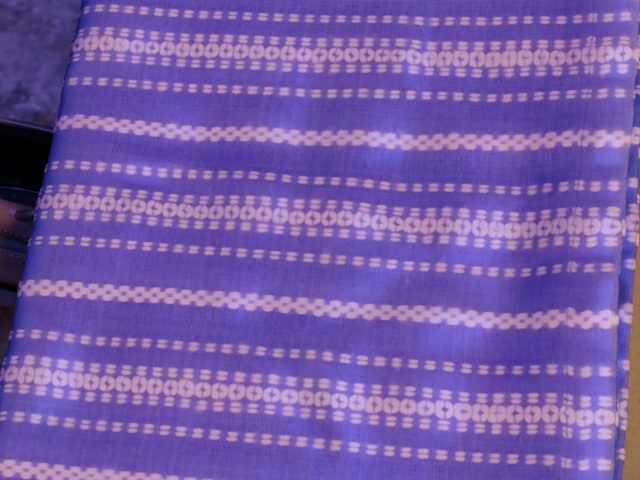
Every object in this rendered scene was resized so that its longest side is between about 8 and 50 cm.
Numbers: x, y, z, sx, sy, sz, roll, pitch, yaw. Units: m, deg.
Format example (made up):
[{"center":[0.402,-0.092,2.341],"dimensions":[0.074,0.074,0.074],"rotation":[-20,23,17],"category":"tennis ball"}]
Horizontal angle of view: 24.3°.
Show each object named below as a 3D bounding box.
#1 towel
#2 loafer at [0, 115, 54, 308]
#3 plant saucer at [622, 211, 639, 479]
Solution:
[{"center":[0.000,0.000,0.568],"dimensions":[0.243,0.040,0.336],"rotation":[3,68,13],"category":"towel"},{"center":[-0.124,-0.021,0.649],"dimensions":[0.267,0.084,0.096],"rotation":[5,25,4],"category":"loafer"},{"center":[0.120,0.031,0.604],"dimensions":[0.241,0.037,0.241],"rotation":[-8,76,35],"category":"plant saucer"}]
